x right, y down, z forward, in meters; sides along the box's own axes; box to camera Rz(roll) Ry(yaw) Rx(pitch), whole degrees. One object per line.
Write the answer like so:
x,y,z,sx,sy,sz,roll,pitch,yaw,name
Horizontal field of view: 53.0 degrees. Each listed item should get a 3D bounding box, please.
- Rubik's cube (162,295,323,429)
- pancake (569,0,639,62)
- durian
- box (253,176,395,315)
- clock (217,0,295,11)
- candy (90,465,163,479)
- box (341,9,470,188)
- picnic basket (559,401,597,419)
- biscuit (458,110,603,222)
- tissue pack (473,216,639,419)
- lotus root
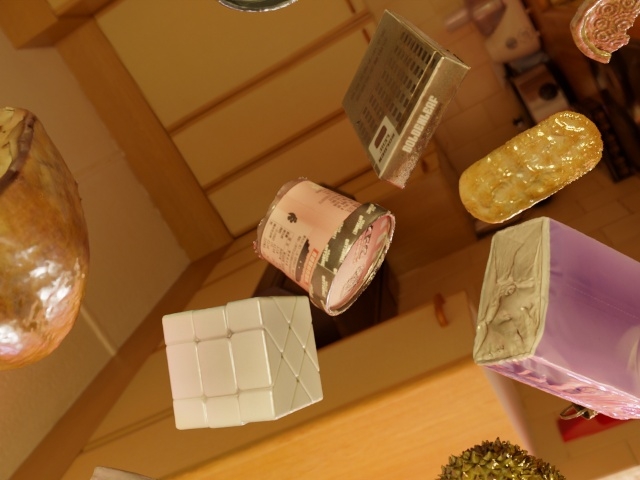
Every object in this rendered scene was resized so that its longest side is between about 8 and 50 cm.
-0.210,0.332,1.802,0.322,0.316,0.318,7,-108,-66,Rubik's cube
0.580,-0.422,1.241,0.190,0.184,0.020,68,-154,-52,pancake
0.355,0.510,1.214,0.293,0.258,0.258,13,149,49,durian
0.000,0.000,0.826,0.135,0.151,0.151,30,-174,20,box
-0.084,-0.519,1.015,0.067,0.325,0.325,55,-170,30,clock
-0.327,0.502,1.094,0.195,0.137,0.184,18,-130,-7,candy
0.110,-0.225,0.961,0.047,0.180,0.325,19,-155,-19,box
0.564,0.366,1.407,0.072,0.083,0.072,58,170,16,picnic basket
0.350,-0.119,1.081,0.118,0.247,0.029,51,-156,-13,biscuit
0.432,0.133,1.055,0.338,0.160,0.242,23,-114,-22,tissue pack
-0.276,0.012,0.527,0.199,0.188,0.180,-63,-35,-28,lotus root
